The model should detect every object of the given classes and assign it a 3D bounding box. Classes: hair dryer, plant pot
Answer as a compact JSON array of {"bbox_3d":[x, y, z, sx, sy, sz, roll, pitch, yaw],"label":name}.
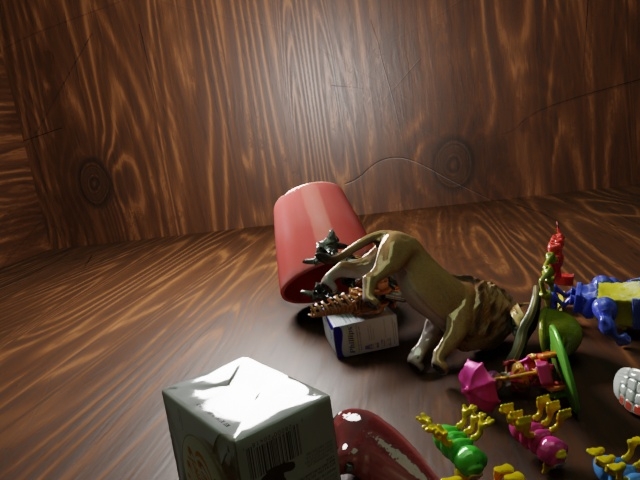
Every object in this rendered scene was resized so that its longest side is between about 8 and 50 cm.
[{"bbox_3d":[0.014,0.289,0.675,0.293,0.080,0.223,3,18,15],"label":"hair dryer"},{"bbox_3d":[0.000,0.000,1.396,0.274,0.243,0.275,-13,-24,-6],"label":"plant pot"}]

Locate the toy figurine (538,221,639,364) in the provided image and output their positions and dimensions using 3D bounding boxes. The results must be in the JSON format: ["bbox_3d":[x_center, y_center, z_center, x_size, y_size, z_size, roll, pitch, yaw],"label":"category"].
[{"bbox_3d":[0.538,0.098,1.005,0.217,0.192,0.362,3,17,27],"label":"toy figurine"}]

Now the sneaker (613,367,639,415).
[{"bbox_3d":[0.487,0.229,0.753,0.064,0.061,0.158,16,4,-20],"label":"sneaker"}]

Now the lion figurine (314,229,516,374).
[{"bbox_3d":[0.192,0.088,1.004,0.240,0.392,0.142,-49,9,-25],"label":"lion figurine"}]

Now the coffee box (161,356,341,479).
[{"bbox_3d":[-0.055,0.252,0.497,0.098,0.247,0.141,-15,14,-36],"label":"coffee box"}]

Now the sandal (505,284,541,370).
[{"bbox_3d":[0.357,0.150,0.967,0.049,0.072,0.180,18,61,30],"label":"sandal"}]

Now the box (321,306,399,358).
[{"bbox_3d":[0.083,0.184,1.153,0.137,0.072,0.126,-9,12,-9],"label":"box"}]

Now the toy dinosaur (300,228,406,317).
[{"bbox_3d":[0.084,0.084,1.123,0.218,0.165,0.322,20,4,32],"label":"toy dinosaur"}]

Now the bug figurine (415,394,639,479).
[{"bbox_3d":[0.244,0.266,0.623,0.278,0.072,0.216,-2,15,-18],"label":"bug figurine"}]

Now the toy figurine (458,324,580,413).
[{"bbox_3d":[0.297,0.211,0.840,0.159,0.130,0.173,-15,-12,16],"label":"toy figurine"}]
